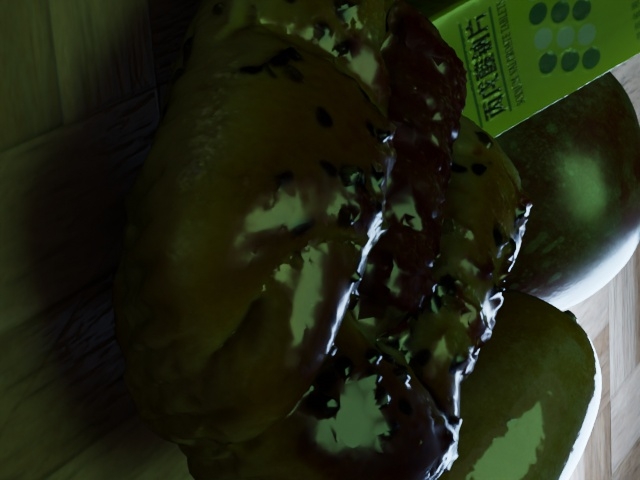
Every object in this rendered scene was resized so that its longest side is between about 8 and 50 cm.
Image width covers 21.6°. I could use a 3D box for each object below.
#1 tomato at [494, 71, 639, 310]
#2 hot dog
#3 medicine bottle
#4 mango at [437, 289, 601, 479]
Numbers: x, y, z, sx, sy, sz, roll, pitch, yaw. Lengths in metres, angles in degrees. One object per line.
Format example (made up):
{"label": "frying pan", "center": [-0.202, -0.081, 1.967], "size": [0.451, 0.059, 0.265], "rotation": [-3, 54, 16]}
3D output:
{"label": "tomato", "center": [0.193, -0.060, 1.550], "size": [0.270, 0.223, 0.270], "rotation": [8, 90, -66]}
{"label": "hot dog", "center": [0.000, 0.000, 1.157], "size": [0.367, 0.196, 0.365], "rotation": [58, 41, -33]}
{"label": "medicine bottle", "center": [0.141, -0.187, 1.402], "size": [0.250, 0.141, 0.137], "rotation": [-31, 130, -20]}
{"label": "mango", "center": [0.088, 0.191, 1.403], "size": [0.199, 0.221, 0.384], "rotation": [47, 71, -18]}
